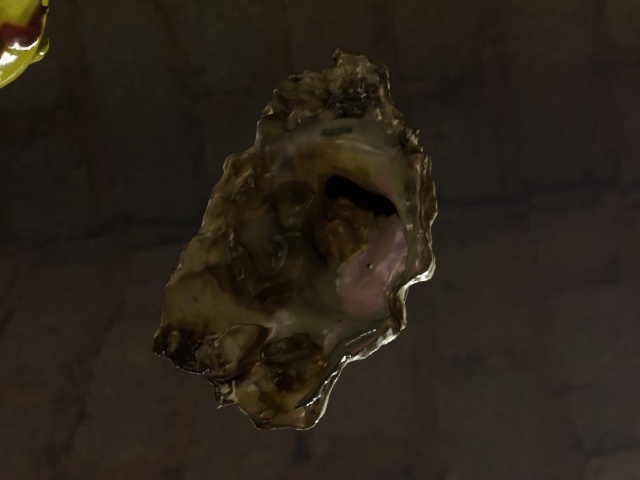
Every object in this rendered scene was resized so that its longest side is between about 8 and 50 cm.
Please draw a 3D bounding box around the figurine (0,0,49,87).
[{"bbox_3d":[-0.299,-0.138,0.864,0.169,0.327,0.218,35,-57,52],"label":"figurine"}]

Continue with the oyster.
[{"bbox_3d":[0.003,0.002,1.256,0.107,0.201,0.354,54,52,-53],"label":"oyster"}]
